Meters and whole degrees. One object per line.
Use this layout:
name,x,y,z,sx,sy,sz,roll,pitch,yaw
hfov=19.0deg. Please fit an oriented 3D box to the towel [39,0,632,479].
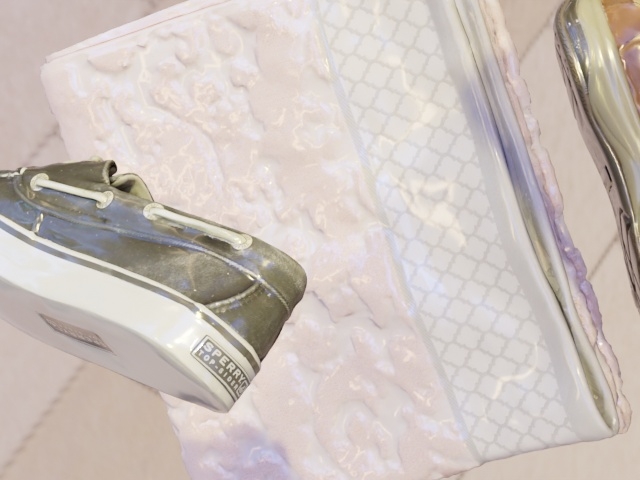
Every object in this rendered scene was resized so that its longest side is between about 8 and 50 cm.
towel,0.000,0.000,1.168,0.317,0.053,0.331,-17,95,33

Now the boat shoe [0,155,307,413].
boat shoe,-0.097,0.005,0.798,0.219,0.078,0.070,22,66,36

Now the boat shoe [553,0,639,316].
boat shoe,0.253,-0.022,1.260,0.120,0.122,0.324,-18,87,3
